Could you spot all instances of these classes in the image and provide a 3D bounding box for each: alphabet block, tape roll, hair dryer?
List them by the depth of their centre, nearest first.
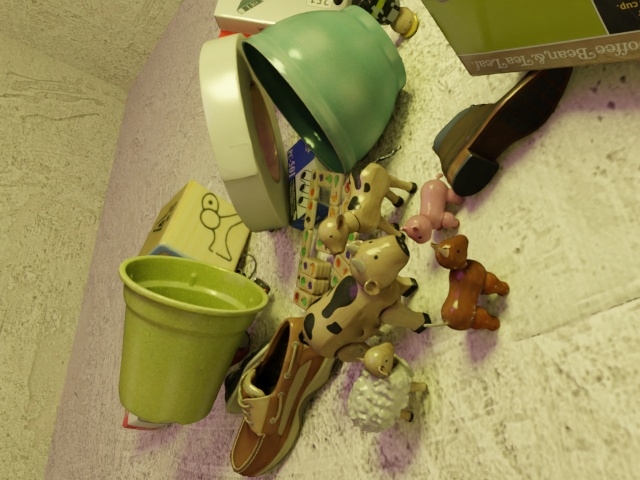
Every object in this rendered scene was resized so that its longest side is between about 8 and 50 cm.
[{"bbox_3d":[-0.138,-0.207,1.098,0.072,0.392,0.391,-11,53,7],"label":"tape roll"},{"bbox_3d":[-0.198,0.187,1.234,0.293,0.080,0.223,-58,21,3],"label":"hair dryer"},{"bbox_3d":[-0.307,0.010,1.331,0.193,0.192,0.197,-29,35,44],"label":"alphabet block"}]

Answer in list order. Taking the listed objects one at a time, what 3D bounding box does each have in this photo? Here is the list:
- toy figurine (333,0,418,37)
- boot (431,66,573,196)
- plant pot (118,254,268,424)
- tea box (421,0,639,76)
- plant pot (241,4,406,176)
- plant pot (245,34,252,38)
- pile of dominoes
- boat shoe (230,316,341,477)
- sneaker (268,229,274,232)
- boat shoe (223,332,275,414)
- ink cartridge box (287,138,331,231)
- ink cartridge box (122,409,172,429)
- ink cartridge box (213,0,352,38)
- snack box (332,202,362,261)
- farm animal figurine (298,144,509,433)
[{"bbox_3d":[0.097,-0.483,1.092,0.213,0.148,0.209,-12,68,51],"label":"toy figurine"},{"bbox_3d":[0.234,-0.175,0.754,0.219,0.082,0.106,-52,37,25],"label":"boot"},{"bbox_3d":[-0.265,0.192,1.042,0.276,0.276,0.253,34,110,58],"label":"plant pot"},{"bbox_3d":[0.252,-0.369,0.567,0.220,0.323,0.329,-51,31,-11],"label":"tea box"},{"bbox_3d":[0.027,-0.288,0.985,0.196,0.293,0.293,-38,35,-2],"label":"plant pot"},{"bbox_3d":[-0.147,-0.490,1.423,0.191,0.191,0.174,-36,36,42],"label":"plant pot"},{"bbox_3d":[0.000,0.000,0.980,0.196,0.040,0.251,19,103,61],"label":"pile of dominoes"},{"bbox_3d":[-0.086,0.260,0.952,0.324,0.120,0.122,-62,32,12],"label":"boat shoe"},{"bbox_3d":[-0.134,-0.071,1.274,0.053,0.059,0.144,-53,36,21],"label":"sneaker"},{"bbox_3d":[-0.120,0.239,1.052,0.233,0.084,0.079,-53,35,30],"label":"boat shoe"},{"bbox_3d":[-0.024,-0.130,1.153,0.097,0.046,0.207,-38,43,39],"label":"ink cartridge box"},{"bbox_3d":[-0.413,0.385,1.405,0.218,0.092,0.158,-34,46,45],"label":"ink cartridge box"},{"bbox_3d":[-0.097,-0.479,1.260,0.066,0.297,0.261,70,-148,-76],"label":"ink cartridge box"},{"bbox_3d":[0.047,0.012,0.986,0.064,0.022,0.178,-51,36,29],"label":"snack box"},{"bbox_3d":[0.074,0.047,0.783,0.326,0.172,0.330,-59,33,17],"label":"farm animal figurine"}]
